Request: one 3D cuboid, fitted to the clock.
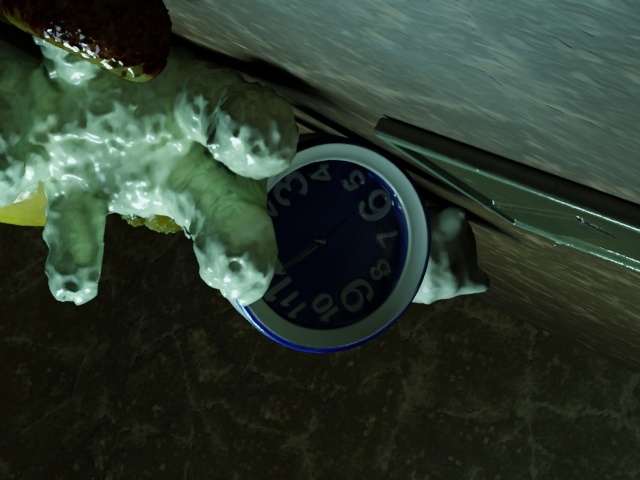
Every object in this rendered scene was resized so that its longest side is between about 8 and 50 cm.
[{"bbox_3d":[0.000,0.000,1.625,0.230,0.230,0.083,27,-178,-24],"label":"clock"}]

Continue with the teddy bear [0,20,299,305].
[{"bbox_3d":[-0.268,-0.089,1.483,0.362,0.327,0.375,-3,-154,-27],"label":"teddy bear"}]

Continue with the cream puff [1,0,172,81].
[{"bbox_3d":[-0.182,-0.186,1.229,0.149,0.084,0.149,28,-178,-1],"label":"cream puff"}]

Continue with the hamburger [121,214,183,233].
[{"bbox_3d":[-0.235,-0.095,2.502,0.122,0.215,0.189,41,171,24],"label":"hamburger"}]

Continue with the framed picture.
[{"bbox_3d":[0.219,-0.017,1.307,0.315,0.024,0.232,23,176,45],"label":"framed picture"}]

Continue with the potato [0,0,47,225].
[{"bbox_3d":[-0.370,-0.132,1.767,0.296,0.290,0.397,33,-168,-4],"label":"potato"}]

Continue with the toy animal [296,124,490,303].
[{"bbox_3d":[0.060,-0.016,1.782,0.188,0.266,0.308,8,125,36],"label":"toy animal"}]
